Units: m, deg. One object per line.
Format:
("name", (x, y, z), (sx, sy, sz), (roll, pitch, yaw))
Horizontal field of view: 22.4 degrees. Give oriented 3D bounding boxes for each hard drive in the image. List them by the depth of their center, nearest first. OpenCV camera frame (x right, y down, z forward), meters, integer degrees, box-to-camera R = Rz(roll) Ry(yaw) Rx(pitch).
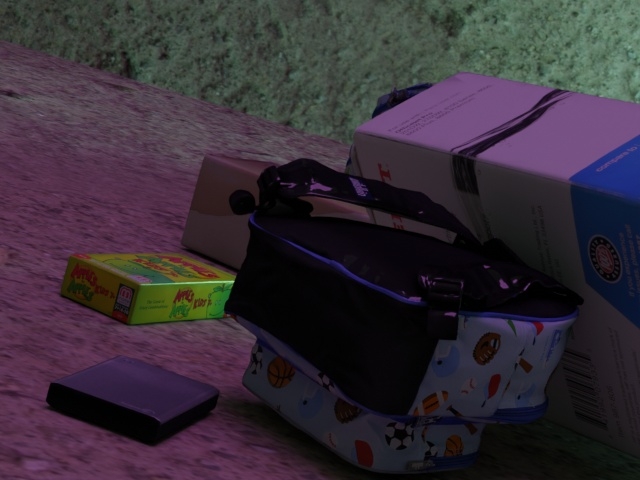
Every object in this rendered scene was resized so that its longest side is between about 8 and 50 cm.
("hard drive", (-0.146, 0.124, 1.282), (0.094, 0.022, 0.135), (18, 10, 13))

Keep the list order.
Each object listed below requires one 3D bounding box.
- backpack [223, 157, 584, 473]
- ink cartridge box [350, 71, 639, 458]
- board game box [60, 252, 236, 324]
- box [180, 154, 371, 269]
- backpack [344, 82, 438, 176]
("backpack", (0.079, 0.077, 1.368), (0.263, 0.213, 0.276), (-1, 26, -40))
("ink cartridge box", (0.236, 0.017, 1.533), (0.166, 0.285, 0.395), (-30, 29, -28))
("board game box", (-0.167, 0.047, 1.641), (0.092, 0.043, 0.181), (20, 10, 29))
("box", (0.000, 0.000, 1.951), (0.311, 0.121, 0.148), (21, 10, 33))
("backpack", (0.181, -0.096, 2.249), (0.290, 0.273, 0.355), (14, -23, -24))
